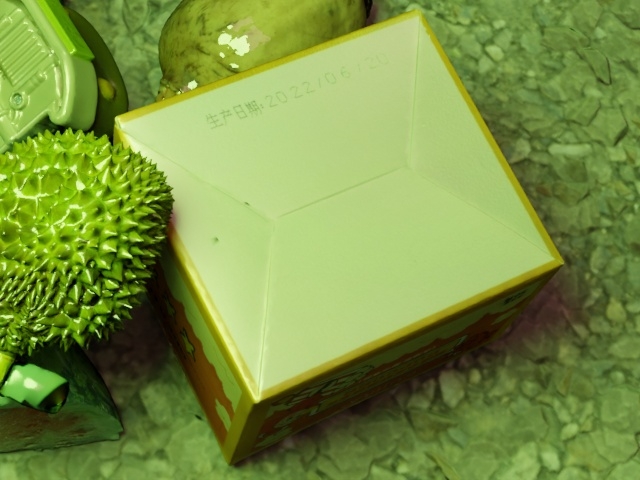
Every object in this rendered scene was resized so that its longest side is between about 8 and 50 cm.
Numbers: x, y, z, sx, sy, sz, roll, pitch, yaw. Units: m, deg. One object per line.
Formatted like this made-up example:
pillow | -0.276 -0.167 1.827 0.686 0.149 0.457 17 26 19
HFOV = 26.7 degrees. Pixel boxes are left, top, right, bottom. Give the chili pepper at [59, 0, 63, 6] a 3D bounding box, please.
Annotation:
chili pepper | -0.346 -0.301 1.205 0.256 0.248 0.233 4 78 3

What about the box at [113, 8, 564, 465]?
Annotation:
box | 0.000 0.000 1.142 0.283 0.214 0.260 -23 75 -17

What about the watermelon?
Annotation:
watermelon | -0.313 0.109 1.090 0.305 0.224 0.180 -3 112 -13

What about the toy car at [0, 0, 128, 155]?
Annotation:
toy car | -0.269 -0.089 1.153 0.248 0.198 0.204 -38 73 14

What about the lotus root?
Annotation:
lotus root | -0.058 -0.187 1.256 0.154 0.140 0.257 18 44 43

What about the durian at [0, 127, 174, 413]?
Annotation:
durian | -0.196 0.006 0.979 0.146 0.198 0.159 37 23 -12
